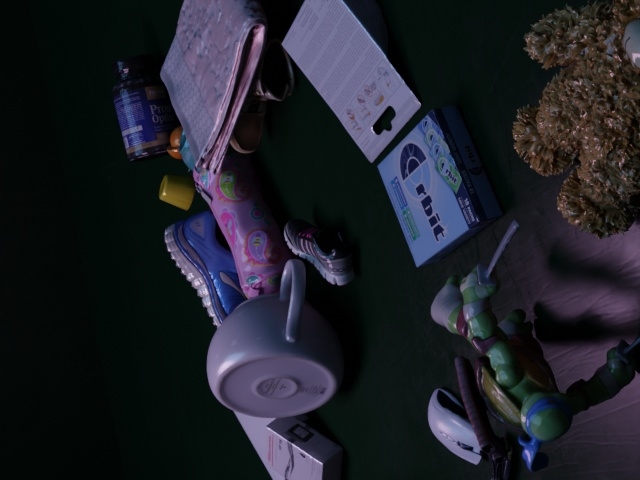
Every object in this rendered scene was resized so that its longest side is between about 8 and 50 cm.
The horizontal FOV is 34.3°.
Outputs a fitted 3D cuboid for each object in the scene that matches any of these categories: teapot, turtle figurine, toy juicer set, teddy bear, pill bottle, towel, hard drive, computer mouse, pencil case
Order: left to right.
[{"bbox_3d":[-0.389,-0.291,2.285,0.123,0.123,0.219,-9,95,65],"label":"pill bottle"},{"bbox_3d":[-0.221,-0.220,2.021,0.329,0.090,0.209,129,150,-50],"label":"toy juicer set"},{"bbox_3d":[-0.191,-0.332,1.792,0.317,0.053,0.331,-65,33,34],"label":"towel"},{"bbox_3d":[-0.135,-0.028,1.902,0.284,0.124,0.124,64,153,22],"label":"pencil case"},{"bbox_3d":[-0.129,0.332,2.174,0.353,0.047,0.233,52,146,41],"label":"hard drive"},{"bbox_3d":[-0.078,0.174,1.795,0.252,0.256,0.187,46,-150,-45],"label":"teapot"},{"bbox_3d":[0.200,0.281,1.457,0.193,0.042,0.106,41,140,51],"label":"computer mouse"},{"bbox_3d":[0.241,0.091,1.134,0.266,0.198,0.274,-134,46,-73],"label":"turtle figurine"},{"bbox_3d":[0.284,-0.129,0.974,0.338,0.113,0.245,-30,78,65],"label":"teddy bear"}]

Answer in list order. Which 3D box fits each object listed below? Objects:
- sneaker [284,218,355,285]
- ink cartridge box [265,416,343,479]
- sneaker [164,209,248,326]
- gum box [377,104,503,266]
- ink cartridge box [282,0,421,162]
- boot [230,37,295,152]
[{"bbox_3d":[0.000,0.000,1.702,0.170,0.063,0.074,43,141,42],"label":"sneaker"},{"bbox_3d":[-0.046,0.397,1.949,0.180,0.060,0.104,27,131,32],"label":"ink cartridge box"},{"bbox_3d":[-0.158,0.085,1.992,0.330,0.147,0.130,57,-176,-9],"label":"sneaker"},{"bbox_3d":[0.152,-0.068,1.365,0.157,0.041,0.184,70,156,13],"label":"gum box"},{"bbox_3d":[0.053,-0.252,1.488,0.232,0.066,0.189,50,151,5],"label":"ink cartridge box"},{"bbox_3d":[-0.105,-0.244,1.765,0.165,0.077,0.213,27,119,59],"label":"boot"}]
